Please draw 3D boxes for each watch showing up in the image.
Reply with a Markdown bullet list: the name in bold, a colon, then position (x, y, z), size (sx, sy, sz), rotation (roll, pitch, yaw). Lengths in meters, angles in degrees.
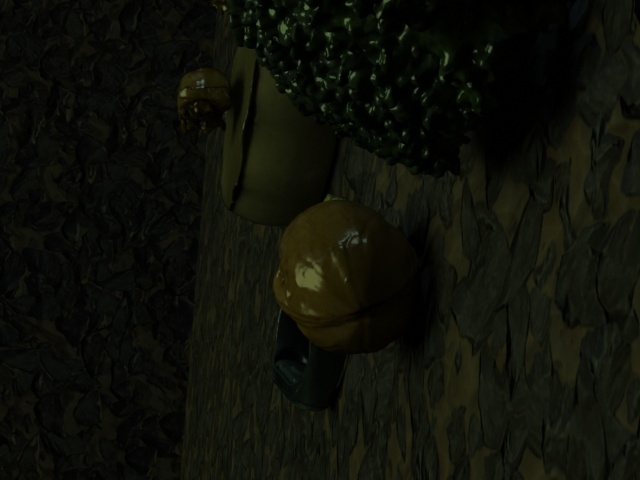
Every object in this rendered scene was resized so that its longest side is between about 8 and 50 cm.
- **watch**: position (-0.012, 0.118, 1.739), size (0.206, 0.068, 0.192), rotation (-140, 61, -72)

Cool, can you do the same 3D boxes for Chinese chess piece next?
- **Chinese chess piece**: position (-0.065, -0.189, 1.983), size (0.338, 0.141, 0.337), rotation (-173, 90, -80)

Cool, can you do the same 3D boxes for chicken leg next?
- **chicken leg**: position (-0.178, -0.218, 2.028), size (0.207, 0.085, 0.101), rotation (-93, 0, -83)

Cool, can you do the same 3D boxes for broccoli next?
- **broccoli**: position (0.089, -0.219, 1.127), size (0.293, 0.348, 0.280), rotation (18, 66, 40)

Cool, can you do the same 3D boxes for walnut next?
- **walnut**: position (0.027, 0.038, 1.395), size (0.206, 0.159, 0.159), rotation (-123, 41, -64)

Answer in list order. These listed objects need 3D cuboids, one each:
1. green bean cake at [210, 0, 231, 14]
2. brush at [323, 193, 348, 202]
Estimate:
- **green bean cake**: position (-0.025, -0.338, 1.680), size (0.229, 0.224, 0.131), rotation (-121, 39, -76)
- **brush**: position (0.000, 0.000, 1.779), size (0.297, 0.068, 0.060), rotation (121, 173, -67)
